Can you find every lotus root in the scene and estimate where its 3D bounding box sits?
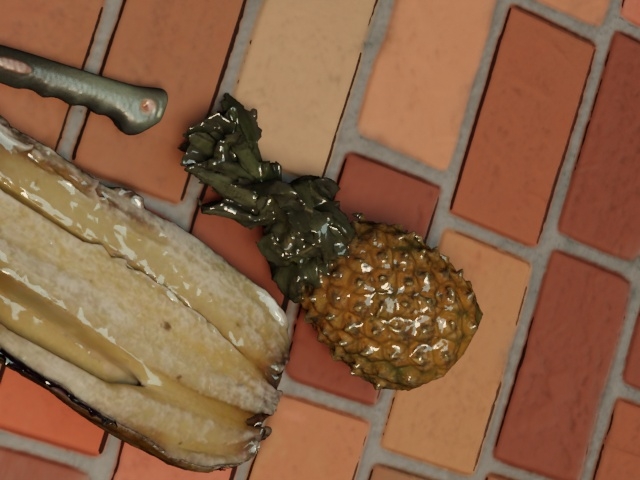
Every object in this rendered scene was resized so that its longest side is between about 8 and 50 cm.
[{"bbox_3d":[-0.173,0.039,1.099,0.329,0.078,0.167,38,52,-20],"label":"lotus root"}]

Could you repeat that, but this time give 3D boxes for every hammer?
[{"bbox_3d":[-0.238,-0.125,1.084,0.287,0.033,0.111,18,84,-26],"label":"hammer"}]

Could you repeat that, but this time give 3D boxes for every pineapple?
[{"bbox_3d":[0.000,0.000,1.160,0.251,0.125,0.125,44,72,-14],"label":"pineapple"}]
